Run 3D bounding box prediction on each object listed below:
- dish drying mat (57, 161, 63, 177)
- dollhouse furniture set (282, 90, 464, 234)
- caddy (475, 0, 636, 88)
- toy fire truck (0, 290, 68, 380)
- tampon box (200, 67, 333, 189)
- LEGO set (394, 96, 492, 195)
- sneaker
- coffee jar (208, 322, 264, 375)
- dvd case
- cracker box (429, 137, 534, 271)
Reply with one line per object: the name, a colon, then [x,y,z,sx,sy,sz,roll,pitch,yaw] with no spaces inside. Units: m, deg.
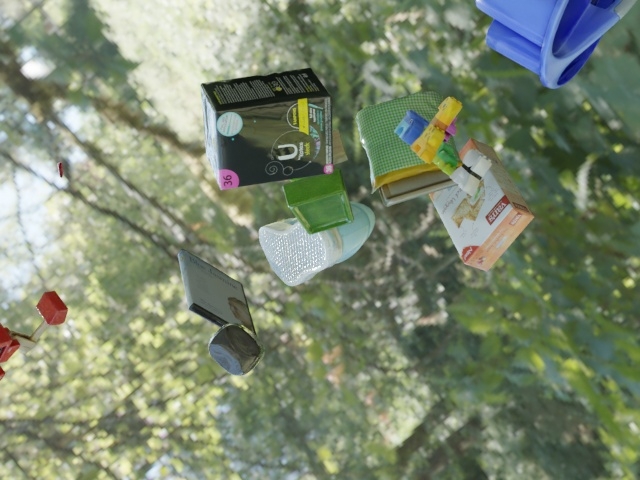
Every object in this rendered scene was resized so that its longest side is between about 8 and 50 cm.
dish drying mat: [-0.514,-0.139,2.112,0.083,0.008,0.032,-168,71,-74]
dollhouse furniture set: [0.080,-0.159,1.810,0.151,0.301,0.197,62,-168,-68]
caddy: [0.371,-0.381,1.512,0.179,0.341,0.241,30,172,24]
toy fire truck: [-0.527,0.175,1.843,0.047,0.192,0.135,49,-146,20]
tampon box: [-0.073,-0.154,1.465,0.101,0.161,0.120,-119,23,-55]
LEGO set: [0.177,-0.156,1.530,0.087,0.093,0.227,31,-168,-22]
sneaker: [0.000,0.000,2.069,0.366,0.150,0.135,-6,106,67]
coffee jar: [-0.156,0.202,1.993,0.096,0.079,0.184,42,176,3]
dvd case: [-0.233,0.125,2.411,0.180,0.022,0.253,32,-164,-26]
cracker box: [0.318,-0.074,2.156,0.067,0.156,0.232,18,-148,-32]
